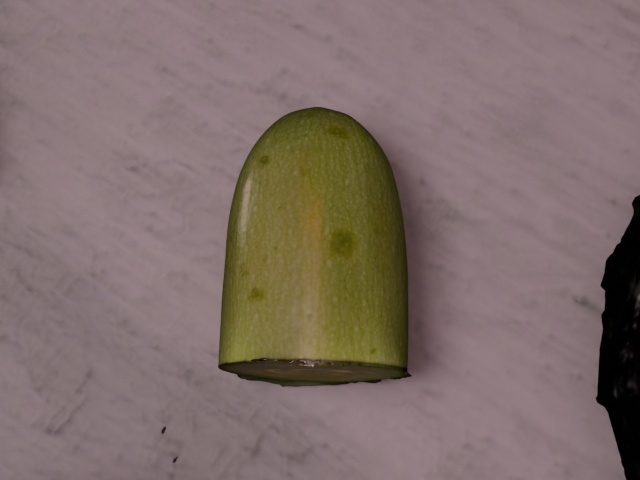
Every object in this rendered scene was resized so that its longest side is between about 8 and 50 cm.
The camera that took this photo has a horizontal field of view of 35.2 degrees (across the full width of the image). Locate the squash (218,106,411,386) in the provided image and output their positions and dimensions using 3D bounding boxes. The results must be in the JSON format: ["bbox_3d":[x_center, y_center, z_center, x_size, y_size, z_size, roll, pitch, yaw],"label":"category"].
[{"bbox_3d":[0.000,0.000,0.633,0.123,0.123,0.186,3,70,2],"label":"squash"}]

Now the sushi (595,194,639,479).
[{"bbox_3d":[0.332,0.038,0.522,0.328,0.285,0.329,43,75,6],"label":"sushi"}]
